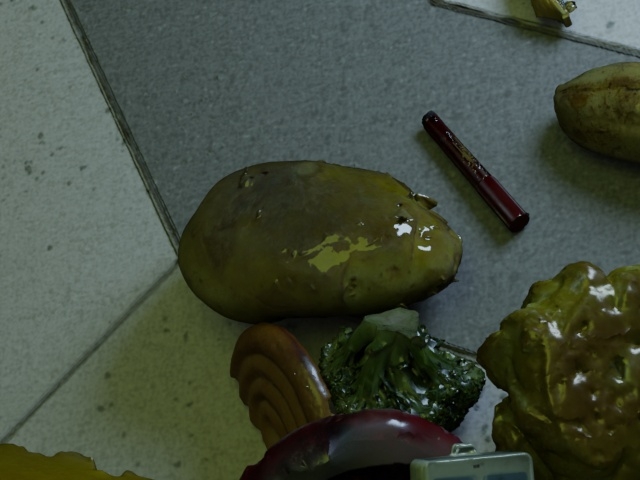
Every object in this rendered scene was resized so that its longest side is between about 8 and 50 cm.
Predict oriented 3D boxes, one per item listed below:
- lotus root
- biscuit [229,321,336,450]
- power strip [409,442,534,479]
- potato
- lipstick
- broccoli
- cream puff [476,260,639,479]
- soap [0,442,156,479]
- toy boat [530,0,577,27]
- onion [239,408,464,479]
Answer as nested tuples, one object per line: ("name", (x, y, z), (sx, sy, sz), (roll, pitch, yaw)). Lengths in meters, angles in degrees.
("lotus root", (0.356, -0.124, 1.939), (0.258, 0.097, 0.110), (6, 69, 27))
("biscuit", (-0.029, 0.168, 1.906), (0.033, 0.144, 0.224), (-16, 58, -26))
("power strip", (0.144, 0.361, 1.689), (0.106, 0.043, 0.367), (-4, 88, -17))
("potato", (0.000, 0.000, 1.969), (0.296, 0.141, 0.191), (6, 44, 18))
("lipstick", (0.159, -0.074, 2.024), (0.027, 0.027, 0.176), (-38, 56, -2))
("broccoli", (0.073, 0.134, 1.886), (0.162, 0.138, 0.146), (22, 37, 38))
("cream puff", (0.265, 0.134, 1.773), (0.196, 0.244, 0.244), (-25, 49, 50))
("soap", (-0.244, 0.370, 1.774), (0.293, 0.156, 0.335), (14, 107, 26))
("toy boat", (0.243, -0.293, 2.094), (0.049, 0.047, 0.149), (-18, 58, 10))
("onion", (0.039, 0.277, 1.788), (0.272, 0.195, 0.272), (-1, 99, -4))
